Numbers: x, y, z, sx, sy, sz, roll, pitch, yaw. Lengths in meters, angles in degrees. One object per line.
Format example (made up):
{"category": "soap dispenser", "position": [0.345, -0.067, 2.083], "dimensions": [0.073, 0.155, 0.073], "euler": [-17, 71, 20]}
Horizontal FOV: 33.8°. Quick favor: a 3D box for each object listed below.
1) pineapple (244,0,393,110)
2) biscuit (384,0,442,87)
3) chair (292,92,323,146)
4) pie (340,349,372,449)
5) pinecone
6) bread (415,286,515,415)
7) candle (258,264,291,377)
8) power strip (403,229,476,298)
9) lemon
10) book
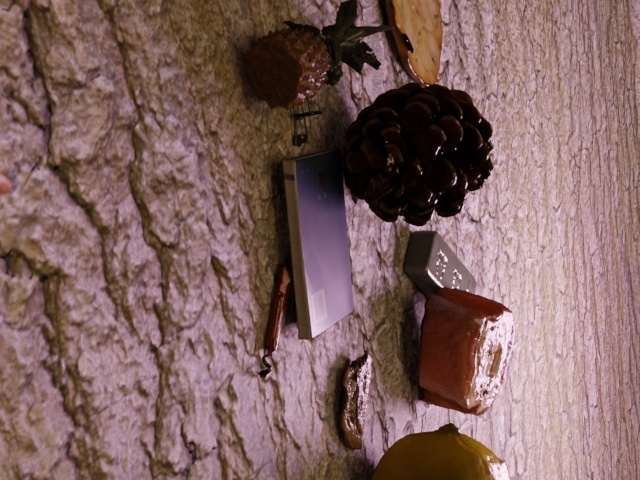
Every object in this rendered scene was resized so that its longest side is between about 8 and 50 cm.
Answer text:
{"category": "pineapple", "position": [0.005, -0.274, 1.537], "dimensions": [0.277, 0.130, 0.118], "euler": [-40, 122, -54]}
{"category": "biscuit", "position": [0.174, -0.401, 1.932], "dimensions": [0.203, 0.041, 0.260], "euler": [-55, 136, -50]}
{"category": "chair", "position": [-0.020, -0.185, 1.582], "dimensions": [0.037, 0.042, 0.086], "euler": [-18, 105, -55]}
{"category": "pie", "position": [0.056, 0.264, 1.722], "dimensions": [0.092, 0.034, 0.169], "euler": [5, 91, -62]}
{"category": "pinecone", "position": [0.142, -0.134, 1.684], "dimensions": [0.257, 0.244, 0.243], "euler": [-20, 108, -38]}
{"category": "bread", "position": [0.266, 0.212, 1.954], "dimensions": [0.190, 0.123, 0.244], "euler": [-14, 116, -51]}
{"category": "candle", "position": [-0.064, 0.118, 1.523], "dimensions": [0.026, 0.021, 0.167], "euler": [36, 59, -54]}
{"category": "power strip", "position": [0.243, 0.081, 2.031], "dimensions": [0.288, 0.053, 0.093], "euler": [44, 53, -51]}
{"category": "lemon", "position": [0.201, 0.460, 1.760], "dimensions": [0.260, 0.261, 0.283], "euler": [-29, 103, -57]}
{"category": "book", "position": [0.000, 0.000, 1.614], "dimensions": [0.191, 0.025, 0.269], "euler": [-25, 111, -66]}
